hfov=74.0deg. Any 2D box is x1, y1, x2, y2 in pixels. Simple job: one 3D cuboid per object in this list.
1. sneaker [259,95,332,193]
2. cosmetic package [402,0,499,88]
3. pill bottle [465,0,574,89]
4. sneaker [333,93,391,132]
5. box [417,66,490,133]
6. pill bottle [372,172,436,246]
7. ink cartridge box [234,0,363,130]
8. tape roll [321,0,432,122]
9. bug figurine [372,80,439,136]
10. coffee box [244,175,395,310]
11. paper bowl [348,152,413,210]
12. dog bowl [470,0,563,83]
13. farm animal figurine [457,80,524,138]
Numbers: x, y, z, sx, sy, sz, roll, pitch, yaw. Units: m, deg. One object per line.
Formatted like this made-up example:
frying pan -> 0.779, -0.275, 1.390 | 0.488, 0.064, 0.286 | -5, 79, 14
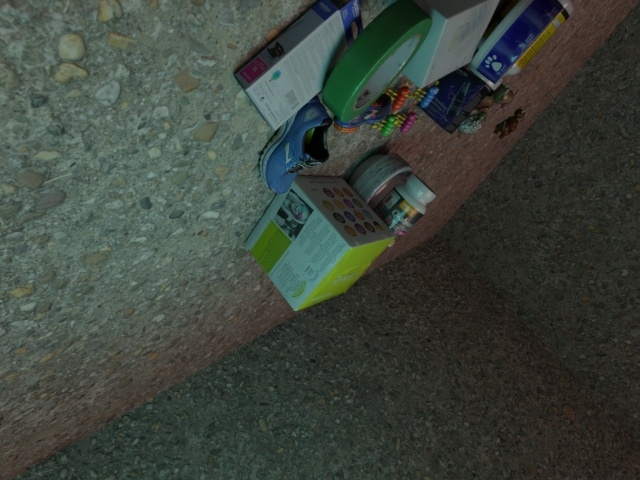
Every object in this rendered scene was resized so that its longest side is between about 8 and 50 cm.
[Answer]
sneaker -> -0.065, -0.240, 1.181 | 0.129, 0.147, 0.330 | -24, 156, -39
cosmetic package -> 0.347, -0.591, 1.194 | 0.224, 0.138, 0.224 | -32, 159, -20
pill bottle -> 0.677, -0.707, 1.476 | 0.334, 0.188, 0.187 | -51, 158, 27
sneaker -> 0.140, -0.406, 1.307 | 0.221, 0.083, 0.087 | -33, 155, -26
box -> 0.496, -0.531, 1.585 | 0.207, 0.153, 0.108 | -51, 158, 25
pill bottle -> 0.317, -0.122, 1.691 | 0.278, 0.162, 0.162 | -48, 160, 18
ink cartridge box -> -0.035, -0.413, 0.982 | 0.311, 0.065, 0.186 | -39, 161, 2
tape roll -> 0.141, -0.447, 1.078 | 0.321, 0.077, 0.321 | -46, 178, -2
bug figurine -> 0.307, -0.464, 1.498 | 0.279, 0.072, 0.216 | -22, 154, -43
coffee box -> 0.000, 0.000, 1.550 | 0.337, 0.334, 0.338 | -11, 146, -54
paper bowl -> 0.229, -0.238, 1.738 | 0.284, 0.148, 0.284 | -35, 160, -15
dog bowl -> 0.588, -0.614, 1.286 | 0.265, 0.104, 0.265 | -47, 175, -5
farm animal figurine -> 0.672, -0.586, 1.707 | 0.326, 0.331, 0.172 | -5, 155, -10
